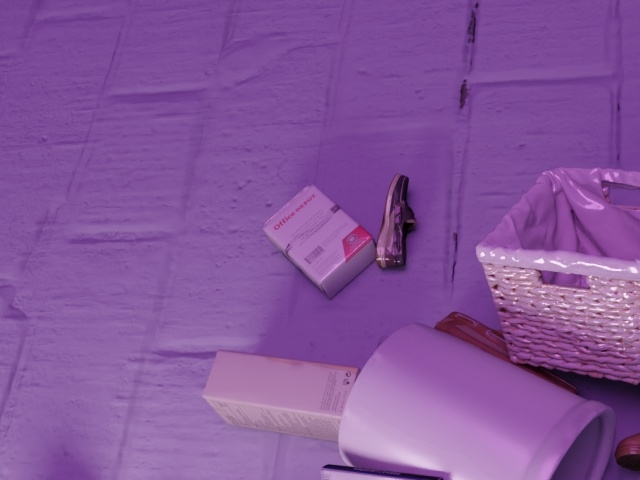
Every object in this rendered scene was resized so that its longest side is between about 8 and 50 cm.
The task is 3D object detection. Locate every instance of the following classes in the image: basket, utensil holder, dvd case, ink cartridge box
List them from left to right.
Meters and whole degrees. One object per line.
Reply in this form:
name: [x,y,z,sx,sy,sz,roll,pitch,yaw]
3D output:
ink cartridge box: [0.000,0.000,2.222,0.158,0.092,0.218,-41,57,-8]
dvd case: [0.111,0.479,1.698,0.238,0.029,0.179,-3,97,39]
utensil holder: [0.273,0.359,1.773,0.385,0.327,0.328,25,70,33]
basket: [0.517,0.052,1.816,0.328,0.266,0.331,6,35,39]

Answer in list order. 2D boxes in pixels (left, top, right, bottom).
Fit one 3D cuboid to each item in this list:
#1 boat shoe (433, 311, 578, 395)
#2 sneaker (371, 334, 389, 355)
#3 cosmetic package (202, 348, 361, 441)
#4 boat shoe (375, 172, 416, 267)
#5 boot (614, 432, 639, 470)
boat shoe: [0.358,0.227,1.944,0.324,0.123,0.116,26,61,26]
sneaker: [0.126,0.230,2.050,0.038,0.069,0.098,-5,58,16]
cosmetic package: [-0.059,0.316,2.008,0.309,0.160,0.113,6,61,21]
boat shoe: [0.176,-0.041,2.199,0.073,0.080,0.224,7,67,17]
boot: [0.609,0.279,1.809,0.236,0.089,0.270,7,56,-20]
